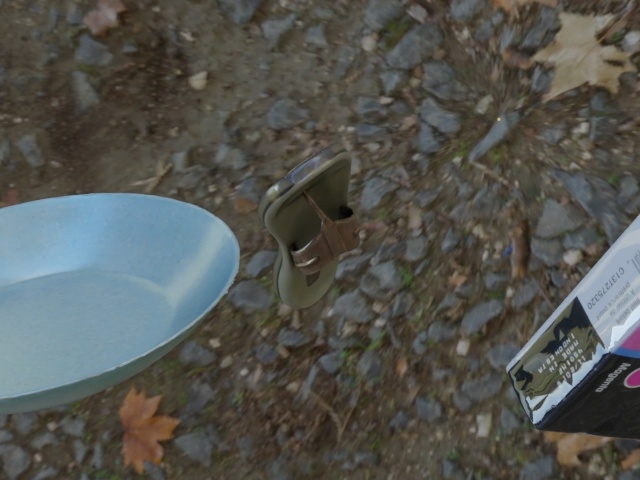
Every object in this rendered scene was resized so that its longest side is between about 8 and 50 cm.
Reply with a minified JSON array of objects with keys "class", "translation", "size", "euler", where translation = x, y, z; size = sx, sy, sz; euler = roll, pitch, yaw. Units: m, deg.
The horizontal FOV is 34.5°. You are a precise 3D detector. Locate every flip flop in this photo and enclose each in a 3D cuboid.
[{"class":"flip flop","translation":[0.000,0.000,1.066],"size":[0.112,0.277,0.080],"euler":[-35,64,-22]}]

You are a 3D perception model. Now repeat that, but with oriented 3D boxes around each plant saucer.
[{"class":"plant saucer","translation":[-0.132,0.034,0.488],"size":[0.195,0.195,0.037],"euler":[-2,116,10]}]

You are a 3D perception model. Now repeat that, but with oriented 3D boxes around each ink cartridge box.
[{"class":"ink cartridge box","translation":[0.327,0.075,0.729],"size":[0.371,0.069,0.176],"euler":[9,131,-30]}]
